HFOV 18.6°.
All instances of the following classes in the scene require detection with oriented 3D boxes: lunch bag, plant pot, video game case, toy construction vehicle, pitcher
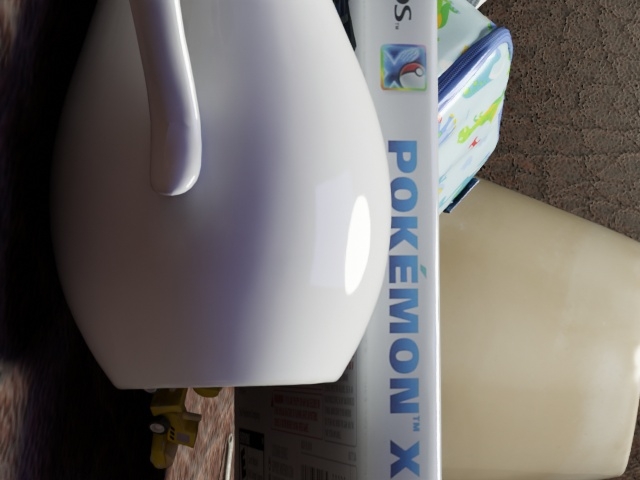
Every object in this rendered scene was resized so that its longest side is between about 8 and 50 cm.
[{"bbox_3d":[0.042,-0.060,1.293,0.176,0.090,0.219,-45,166,-17],"label":"lunch bag"},{"bbox_3d":[0.118,0.078,1.593,0.323,0.280,0.323,6,90,-85],"label":"plant pot"},{"bbox_3d":[0.000,0.000,0.920,0.329,0.036,0.299,164,-74,-78],"label":"video game case"},{"bbox_3d":[-0.065,0.064,0.997,0.086,0.035,0.098,-75,171,-49],"label":"toy construction vehicle"},{"bbox_3d":[-0.044,-0.051,0.699,0.178,0.126,0.207,11,76,-77],"label":"pitcher"}]

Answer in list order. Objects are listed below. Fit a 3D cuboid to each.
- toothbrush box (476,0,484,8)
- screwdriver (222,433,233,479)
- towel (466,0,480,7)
[{"bbox_3d":[0.141,-0.376,1.638,0.216,0.126,0.295,-45,148,-39],"label":"toothbrush box"},{"bbox_3d":[-0.064,0.208,1.257,0.025,0.024,0.169,38,53,-49],"label":"screwdriver"},{"bbox_3d":[0.081,-0.214,1.327,0.312,0.056,0.324,-53,169,5],"label":"towel"}]
